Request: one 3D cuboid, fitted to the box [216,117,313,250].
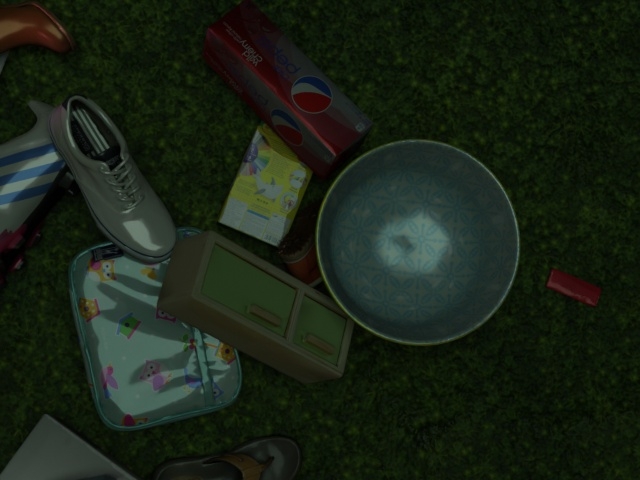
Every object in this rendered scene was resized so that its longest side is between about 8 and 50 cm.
[{"bbox_3d":[-0.071,-0.087,1.846,0.105,0.043,0.179,24,84,-4],"label":"box"}]

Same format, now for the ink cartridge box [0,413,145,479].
[{"bbox_3d":[-0.329,0.426,1.713,0.296,0.066,0.261,33,82,10],"label":"ink cartridge box"}]

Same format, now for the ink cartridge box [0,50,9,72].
[{"bbox_3d":[-0.637,-0.148,1.778,0.308,0.091,0.385,16,66,-5],"label":"ink cartridge box"}]

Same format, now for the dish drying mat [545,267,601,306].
[{"bbox_3d":[0.382,0.071,1.905,0.083,0.008,0.032,23,82,-4],"label":"dish drying mat"}]

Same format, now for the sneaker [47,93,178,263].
[{"bbox_3d":[-0.281,-0.081,1.699,0.094,0.091,0.258,-38,90,-22],"label":"sneaker"}]

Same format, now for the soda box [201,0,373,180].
[{"bbox_3d":[-0.050,-0.216,1.810,0.263,0.092,0.083,45,66,7],"label":"soda box"}]

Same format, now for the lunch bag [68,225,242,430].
[{"bbox_3d":[-0.228,0.117,1.773,0.224,0.108,0.279,-12,86,-8],"label":"lunch bag"}]

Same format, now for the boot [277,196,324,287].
[{"bbox_3d":[0.000,0.000,1.835,0.158,0.059,0.085,-52,130,-34],"label":"boot"}]

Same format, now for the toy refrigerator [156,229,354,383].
[{"bbox_3d":[-0.080,0.095,1.725,0.269,0.094,0.102,32,59,-32],"label":"toy refrigerator"}]

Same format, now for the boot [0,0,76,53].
[{"bbox_3d":[-0.460,-0.277,1.784,0.197,0.073,0.152,27,64,11],"label":"boot"}]

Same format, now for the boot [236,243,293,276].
[{"bbox_3d":[-0.073,0.050,1.837,0.087,0.042,0.118,-18,88,-15],"label":"boot"}]

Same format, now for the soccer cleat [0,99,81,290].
[{"bbox_3d":[-0.449,-0.051,1.769,0.143,0.116,0.331,36,76,6],"label":"soccer cleat"}]

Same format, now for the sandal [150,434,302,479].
[{"bbox_3d":[-0.132,0.330,1.789,0.219,0.060,0.090,-5,85,-8],"label":"sandal"}]

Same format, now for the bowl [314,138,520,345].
[{"bbox_3d":[0.123,0.007,1.801,0.289,0.156,0.289,1,85,-10],"label":"bowl"}]
